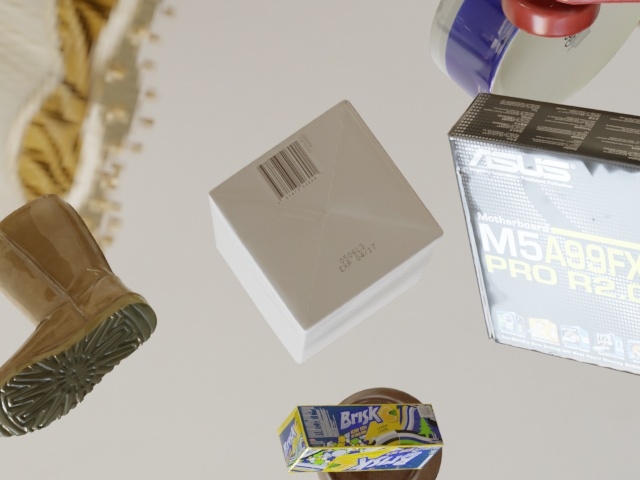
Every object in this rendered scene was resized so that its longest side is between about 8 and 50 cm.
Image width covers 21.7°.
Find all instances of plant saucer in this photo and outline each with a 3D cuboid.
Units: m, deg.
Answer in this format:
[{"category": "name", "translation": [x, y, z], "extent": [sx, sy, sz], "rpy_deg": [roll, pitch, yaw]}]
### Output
[{"category": "plant saucer", "translation": [0.070, 0.265, 2.114], "extent": [0.029, 0.168, 0.168], "rpy_deg": [49, -129, -66]}]

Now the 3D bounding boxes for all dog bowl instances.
[{"category": "dog bowl", "translation": [0.255, -0.264, 1.900], "extent": [0.265, 0.104, 0.265], "rpy_deg": [-35, -27, -20]}]

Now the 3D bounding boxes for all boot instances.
[{"category": "boot", "translation": [-0.331, 0.082, 1.910], "extent": [0.269, 0.236, 0.089], "rpy_deg": [40, 158, 46]}]

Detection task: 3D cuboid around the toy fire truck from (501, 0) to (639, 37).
[{"category": "toy fire truck", "translation": [0.308, -0.336, 1.665], "extent": [0.169, 0.253, 0.302], "rpy_deg": [90, -178, -46]}]

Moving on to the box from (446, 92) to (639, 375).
[{"category": "box", "translation": [0.240, 0.008, 1.248], "extent": [0.060, 0.270, 0.216], "rpy_deg": [-53, -38, -37]}]

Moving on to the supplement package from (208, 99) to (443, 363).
[{"category": "supplement package", "translation": [0.000, 0.000, 1.790], "extent": [0.177, 0.175, 0.293], "rpy_deg": [-35, -8, -8]}]

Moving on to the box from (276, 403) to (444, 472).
[{"category": "box", "translation": [0.044, 0.212, 1.797], "extent": [0.059, 0.169, 0.054], "rpy_deg": [-54, 42, 46]}]
